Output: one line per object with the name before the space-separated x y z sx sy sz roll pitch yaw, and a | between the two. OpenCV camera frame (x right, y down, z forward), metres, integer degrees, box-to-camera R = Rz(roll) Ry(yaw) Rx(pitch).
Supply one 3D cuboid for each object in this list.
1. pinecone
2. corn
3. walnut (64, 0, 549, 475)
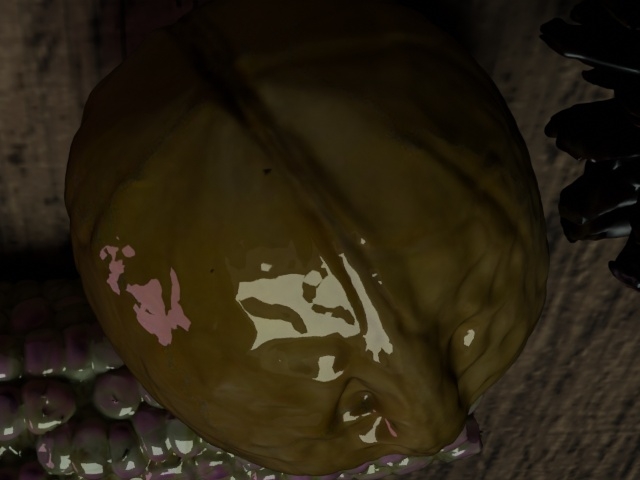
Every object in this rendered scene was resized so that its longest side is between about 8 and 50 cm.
pinecone | 0.131 -0.039 0.540 0.140 0.140 0.121 14 115 -29
corn | -0.099 0.071 0.729 0.335 0.127 0.127 -7 150 2
walnut | 0.000 0.000 0.583 0.159 0.159 0.207 -11 145 11
